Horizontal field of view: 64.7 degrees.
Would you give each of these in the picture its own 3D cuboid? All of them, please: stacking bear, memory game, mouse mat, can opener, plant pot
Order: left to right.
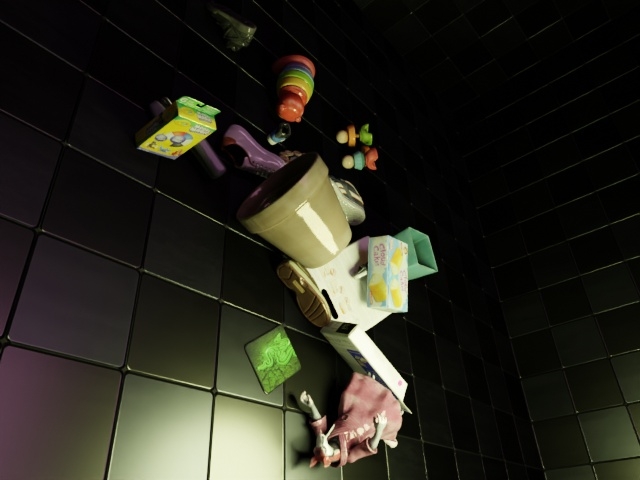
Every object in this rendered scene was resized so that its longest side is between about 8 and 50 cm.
[{"bbox_3d":[-0.403,-0.298,1.519,0.095,0.076,0.283,-40,104,-24],"label":"can opener"},{"bbox_3d":[-0.135,0.343,1.481,0.190,0.007,0.152,-22,86,-58],"label":"mouse mat"},{"bbox_3d":[-0.112,-0.601,2.053,0.175,0.164,0.289,36,46,-36],"label":"stacking bear"},{"bbox_3d":[-0.069,-0.302,1.923,0.186,0.012,0.186,15,27,-8],"label":"memory game"},{"bbox_3d":[-0.057,-0.073,1.598,0.280,0.323,0.323,51,34,-22],"label":"plant pot"},{"bbox_3d":[0.331,0.080,2.109,0.166,0.234,0.165,19,53,-47],"label":"plant pot"}]

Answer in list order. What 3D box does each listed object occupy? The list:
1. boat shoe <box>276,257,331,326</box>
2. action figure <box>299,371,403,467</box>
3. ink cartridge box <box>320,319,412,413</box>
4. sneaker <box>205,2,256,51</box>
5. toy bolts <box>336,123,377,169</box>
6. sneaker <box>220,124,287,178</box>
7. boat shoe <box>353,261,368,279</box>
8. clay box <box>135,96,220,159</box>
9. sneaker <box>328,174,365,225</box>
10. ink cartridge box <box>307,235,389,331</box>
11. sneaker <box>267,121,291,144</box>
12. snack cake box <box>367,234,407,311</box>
[{"bbox_3d":[-0.038,0.161,1.668,0.257,0.095,0.095,58,27,-8],"label":"boat shoe"},{"bbox_3d":[0.076,0.567,1.516,0.370,0.248,0.275,-30,133,-47],"label":"action figure"},{"bbox_3d":[0.164,0.419,1.689,0.069,0.176,0.371,-44,108,-25],"label":"ink cartridge box"},{"bbox_3d":[-0.356,-0.808,1.926,0.227,0.130,0.087,36,37,9],"label":"sneaker"},{"bbox_3d":[0.162,-0.401,2.357,0.218,0.159,0.228,88,-7,-50],"label":"toy bolts"},{"bbox_3d":[-0.219,-0.252,1.710,0.290,0.106,0.123,37,48,-21],"label":"sneaker"},{"bbox_3d":[0.162,0.107,1.884,0.142,0.049,0.040,-25,84,-49],"label":"boat shoe"},{"bbox_3d":[-0.387,-0.303,1.380,0.127,0.222,0.053,11,62,-51],"label":"clay box"},{"bbox_3d":[0.048,-0.188,2.006,0.321,0.126,0.127,37,35,-33],"label":"sneaker"},{"bbox_3d":[0.109,0.187,1.897,0.385,0.091,0.308,-25,89,-41],"label":"ink cartridge box"},{"bbox_3d":[-0.139,-0.421,1.941,0.058,0.085,0.152,57,33,-10],"label":"sneaker"},{"bbox_3d":[0.251,0.128,1.875,0.152,0.089,0.264,19,68,-48],"label":"snack cake box"}]
